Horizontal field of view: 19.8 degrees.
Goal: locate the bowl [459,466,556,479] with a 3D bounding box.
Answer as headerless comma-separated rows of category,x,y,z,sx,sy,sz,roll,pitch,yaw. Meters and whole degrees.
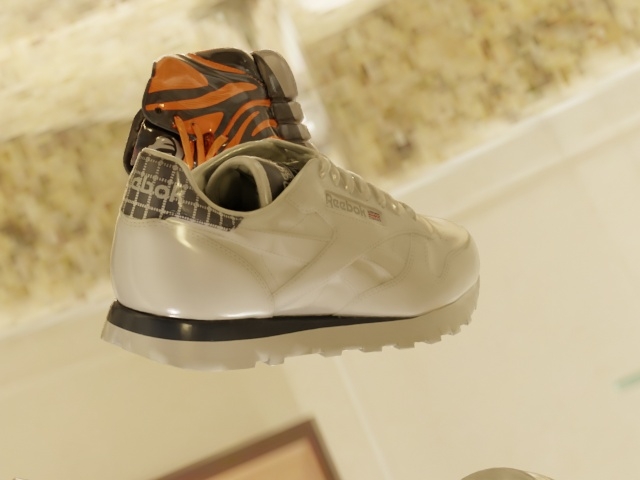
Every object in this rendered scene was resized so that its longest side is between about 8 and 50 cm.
bowl,0.133,0.219,1.344,0.170,0.080,0.170,-10,-148,7

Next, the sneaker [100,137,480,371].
sneaker,0.000,0.000,0.858,0.090,0.094,0.235,11,-169,38

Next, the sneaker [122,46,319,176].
sneaker,-0.090,-0.054,1.758,0.180,0.321,0.124,-2,139,-28

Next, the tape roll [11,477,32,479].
tape roll,-0.208,0.275,1.358,0.080,0.189,0.189,13,163,-13
